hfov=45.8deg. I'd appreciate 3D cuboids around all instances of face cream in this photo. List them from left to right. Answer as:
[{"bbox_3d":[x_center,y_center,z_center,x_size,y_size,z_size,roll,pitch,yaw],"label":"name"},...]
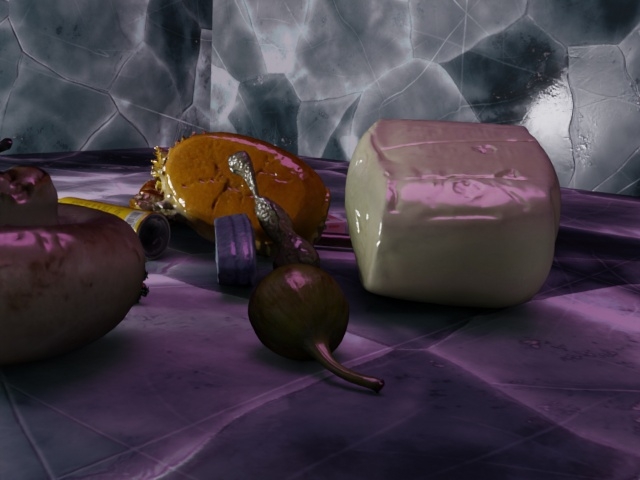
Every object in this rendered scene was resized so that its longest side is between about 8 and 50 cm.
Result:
[{"bbox_3d":[-0.494,-0.035,1.671,0.349,0.104,0.105,10,13,31],"label":"face cream"}]

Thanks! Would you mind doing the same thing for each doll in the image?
[{"bbox_3d":[-0.093,-0.044,1.448,0.091,0.285,0.203,-25,7,-18],"label":"doll"}]

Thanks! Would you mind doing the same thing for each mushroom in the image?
[{"bbox_3d":[-0.421,0.007,1.019,0.363,0.294,0.362,1,11,0],"label":"mushroom"}]

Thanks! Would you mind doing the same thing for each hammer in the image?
[{"bbox_3d":[0.000,0.000,1.789,0.440,0.044,0.168,5,13,5],"label":"hammer"}]

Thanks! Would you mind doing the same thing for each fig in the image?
[{"bbox_3d":[-0.002,0.134,1.039,0.149,0.149,0.245,-4,33,-30],"label":"fig"}]

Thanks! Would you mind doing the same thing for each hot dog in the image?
[{"bbox_3d":[-0.421,-0.083,1.957,0.146,0.103,0.213,24,22,-1],"label":"hot dog"}]

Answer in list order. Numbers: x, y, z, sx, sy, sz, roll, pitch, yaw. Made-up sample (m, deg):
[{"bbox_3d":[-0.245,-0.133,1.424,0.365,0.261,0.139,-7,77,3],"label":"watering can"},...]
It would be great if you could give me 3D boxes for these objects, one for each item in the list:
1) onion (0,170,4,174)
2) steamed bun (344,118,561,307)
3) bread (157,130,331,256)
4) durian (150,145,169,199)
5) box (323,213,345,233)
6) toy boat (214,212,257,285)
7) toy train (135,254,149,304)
[{"bbox_3d":[-0.628,-0.019,1.356,0.252,0.219,0.252,12,53,-16],"label":"onion"},{"bbox_3d":[0.230,-0.043,1.421,0.372,0.289,0.456,3,31,5],"label":"steamed bun"},{"bbox_3d":[-0.169,-0.106,1.665,0.389,0.236,0.183,16,-25,6],"label":"bread"},{"bbox_3d":[-0.305,-0.109,1.886,0.341,0.112,0.191,36,-16,-30],"label":"durian"},{"bbox_3d":[0.002,-0.038,1.964,0.089,0.043,0.125,-2,13,-23],"label":"box"},{"bbox_3d":[-0.159,0.021,1.431,0.078,0.127,0.283,-1,12,-9],"label":"toy boat"},{"bbox_3d":[-0.323,0.055,1.287,0.044,0.103,0.064,-6,10,-29],"label":"toy train"}]
